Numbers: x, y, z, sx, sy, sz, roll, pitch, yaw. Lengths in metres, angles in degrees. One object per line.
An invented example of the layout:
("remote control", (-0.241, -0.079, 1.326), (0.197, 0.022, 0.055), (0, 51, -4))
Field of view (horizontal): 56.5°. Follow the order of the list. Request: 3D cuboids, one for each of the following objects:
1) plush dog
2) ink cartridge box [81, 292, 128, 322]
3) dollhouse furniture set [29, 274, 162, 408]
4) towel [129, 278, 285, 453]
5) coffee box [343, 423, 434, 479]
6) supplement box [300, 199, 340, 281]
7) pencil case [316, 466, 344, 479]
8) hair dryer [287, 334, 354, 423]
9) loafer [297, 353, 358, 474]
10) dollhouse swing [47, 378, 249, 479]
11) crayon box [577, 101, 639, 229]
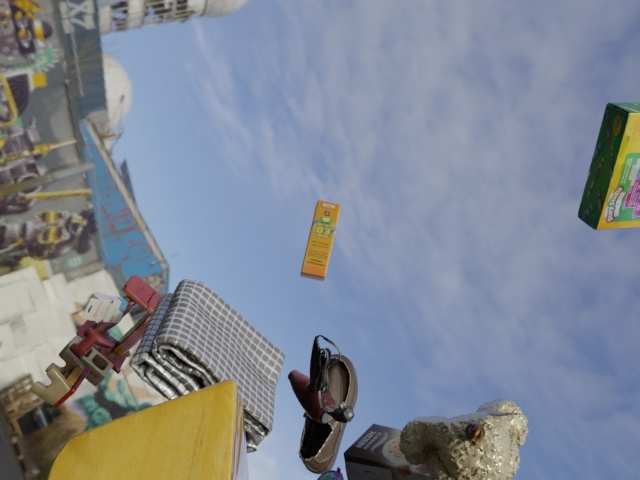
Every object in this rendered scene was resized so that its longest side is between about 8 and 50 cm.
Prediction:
("plush dog", (0.299, 0.442, 1.119), (0.210, 0.263, 0.225), (96, -18, -84))
("ink cartridge box", (-0.427, 0.132, 1.165), (0.028, 0.083, 0.048), (32, -82, 38))
("dollhouse furniture set", (-0.505, 0.253, 1.445), (0.152, 0.201, 0.374), (45, 10, -13))
("towel", (-0.189, 0.223, 1.092), (0.283, 0.121, 0.235), (46, 13, -19))
("coffee box", (0.194, 0.516, 1.356), (0.247, 0.141, 0.098), (0, -74, 38))
("supplement box", (0.000, 0.000, 1.784), (0.080, 0.078, 0.233), (103, -1, -73))
("pencil case", (0.049, 0.584, 1.313), (0.151, 0.070, 0.064), (63, -20, -10))
("hair dryer", (-0.001, 0.368, 1.569), (0.293, 0.080, 0.223), (-28, -110, 55))
("loafer", (0.022, 0.522, 1.821), (0.134, 0.365, 0.130), (2, -23, 23))
("dollhouse swing", (-0.214, 0.311, 0.446), (0.346, 0.305, 0.315), (94, -5, -49))
("crayon box", (0.701, -0.164, 1.334), (0.081, 0.166, 0.278), (-112, -158, -59))
